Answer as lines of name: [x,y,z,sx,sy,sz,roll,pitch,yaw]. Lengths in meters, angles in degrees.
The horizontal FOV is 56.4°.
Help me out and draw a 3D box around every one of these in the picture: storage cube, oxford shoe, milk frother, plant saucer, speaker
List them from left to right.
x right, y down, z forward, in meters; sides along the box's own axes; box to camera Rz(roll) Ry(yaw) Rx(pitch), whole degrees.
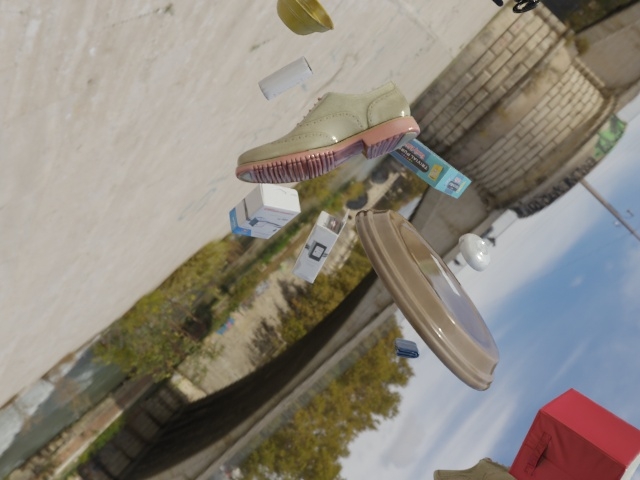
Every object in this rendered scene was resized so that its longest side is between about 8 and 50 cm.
speaker: [-0.087,-0.413,1.518,0.136,0.055,0.055,-27,-176,12]
oxford shoe: [0.001,-0.225,1.265,0.396,0.147,0.140,-17,170,-7]
plant saucer: [0.145,0.063,0.771,0.041,0.278,0.278,-38,-178,15]
oxford shoe: [0.440,0.571,1.424,0.130,0.348,0.123,-105,-164,-44]
milk frother: [0.504,-0.674,1.547,0.129,0.134,0.143,-53,-148,10]
storage cube: [0.562,0.469,1.294,0.215,0.193,0.184,-7,120,-47]

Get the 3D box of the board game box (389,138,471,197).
board game box: [0.326,-0.251,1.888,0.079,0.254,0.336,-54,160,14]

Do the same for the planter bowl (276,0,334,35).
planter bowl: [-0.065,-0.680,1.775,0.090,0.217,0.217,-39,-176,26]

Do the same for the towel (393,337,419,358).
towel: [0.244,0.306,1.689,0.119,0.067,0.029,-42,144,-85]

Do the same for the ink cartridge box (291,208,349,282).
ink cartridge box: [0.000,0.000,1.440,0.180,0.060,0.104,-62,-177,22]

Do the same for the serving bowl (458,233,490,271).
serving bowl: [0.317,0.020,1.206,0.027,0.083,0.083,-36,-173,40]

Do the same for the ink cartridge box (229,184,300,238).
ink cartridge box: [-0.173,-0.088,1.834,0.139,0.082,0.190,10,150,-37]
